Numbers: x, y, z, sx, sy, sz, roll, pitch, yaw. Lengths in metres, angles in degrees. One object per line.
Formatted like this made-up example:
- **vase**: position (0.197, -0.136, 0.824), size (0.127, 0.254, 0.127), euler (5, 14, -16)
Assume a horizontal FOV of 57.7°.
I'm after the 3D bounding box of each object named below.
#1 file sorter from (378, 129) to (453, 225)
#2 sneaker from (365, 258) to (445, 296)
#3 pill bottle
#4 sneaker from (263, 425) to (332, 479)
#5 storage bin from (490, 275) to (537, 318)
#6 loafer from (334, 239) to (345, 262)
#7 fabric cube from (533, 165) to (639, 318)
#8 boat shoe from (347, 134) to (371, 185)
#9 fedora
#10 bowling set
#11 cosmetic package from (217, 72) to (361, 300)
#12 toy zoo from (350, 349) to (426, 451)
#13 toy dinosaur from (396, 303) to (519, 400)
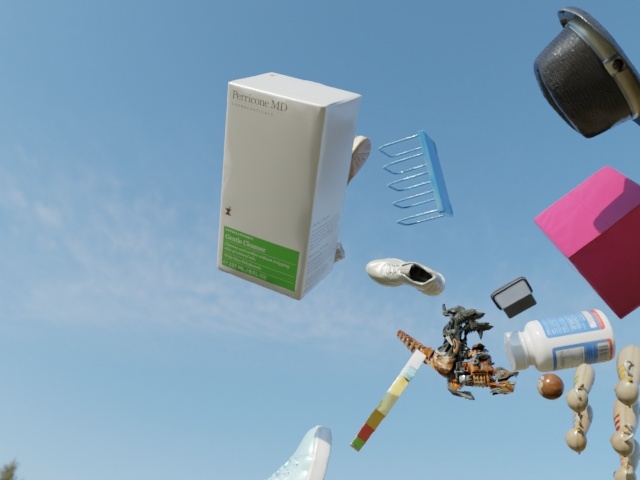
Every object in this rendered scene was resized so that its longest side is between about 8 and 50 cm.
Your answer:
- **file sorter**: position (0.198, -0.122, 1.211), size (0.105, 0.170, 0.118), euler (-16, -8, 21)
- **sneaker**: position (0.261, 0.097, 1.841), size (0.263, 0.099, 0.121), euler (10, -18, 26)
- **pill bottle**: position (0.549, 0.238, 1.350), size (0.222, 0.124, 0.124), euler (-11, -40, 5)
- **sneaker**: position (-0.102, 0.533, 1.186), size (0.150, 0.366, 0.135), euler (30, -23, -3)
- **storage bin**: position (0.661, 0.204, 1.962), size (0.135, 0.091, 0.098), euler (-32, -67, 13)
- **loafer**: position (0.000, 0.000, 1.785), size (0.112, 0.319, 0.111), euler (-27, -80, -9)
- **fabric cube**: position (0.784, -0.003, 1.556), size (0.259, 0.258, 0.254), euler (-40, -73, 15)
- **boat shoe**: position (0.025, -0.182, 1.602), size (0.092, 0.285, 0.103), euler (31, -12, 37)
- **fedora**: position (0.594, -0.353, 1.313), size (0.152, 0.334, 0.334), euler (-36, -53, 19)
- **bowling set**: position (0.515, 0.340, 1.122), size (0.200, 0.154, 0.287), euler (-1, -69, 32)
- **cosmetic package**: position (-0.064, -0.103, 1.074), size (0.197, 0.155, 0.365), euler (18, -62, 21)
- **toy zoo**: position (0.166, 0.380, 1.395), size (0.030, 0.192, 0.293), euler (35, -36, 14)
- **toy dinosaur**: position (0.356, 0.290, 1.525), size (0.322, 0.218, 0.164), euler (20, -12, 9)
